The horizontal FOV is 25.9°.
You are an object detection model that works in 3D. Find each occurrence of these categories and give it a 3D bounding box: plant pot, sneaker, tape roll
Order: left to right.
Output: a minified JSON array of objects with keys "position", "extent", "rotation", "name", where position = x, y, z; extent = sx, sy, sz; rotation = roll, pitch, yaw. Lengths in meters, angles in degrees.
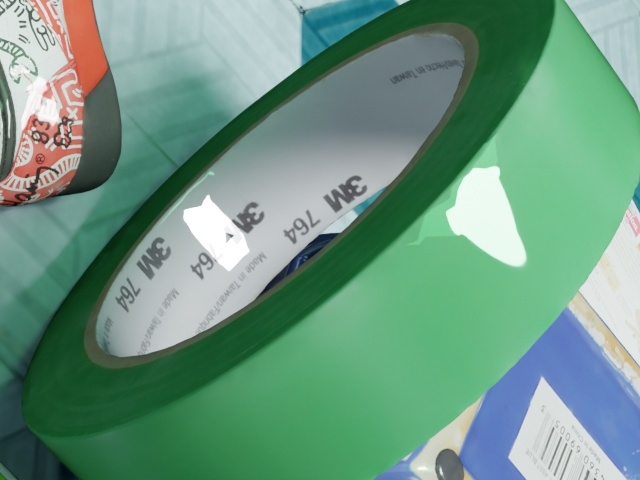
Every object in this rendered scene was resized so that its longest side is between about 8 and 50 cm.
[{"position":[-0.197,-0.147,0.703],"extent":[0.145,0.090,0.270],"rotation":[-12,87,-48],"name":"sneaker"},{"position":[0.000,0.000,0.676],"extent":[0.077,0.321,0.321],"rotation":[50,47,-19],"name":"tape roll"},{"position":[0.056,0.132,0.763],"extent":[0.236,0.212,0.236],"rotation":[49,47,-20],"name":"plant pot"}]

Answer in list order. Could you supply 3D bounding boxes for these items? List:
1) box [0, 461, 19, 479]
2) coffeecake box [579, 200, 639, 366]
[{"position":[-0.171,0.168,0.654],"extent":[0.207,0.036,0.114],"rotation":[50,47,-19],"name":"box"},{"position":[0.186,0.054,1.019],"extent":[0.185,0.068,0.142],"rotation":[-40,104,-44],"name":"coffeecake box"}]
